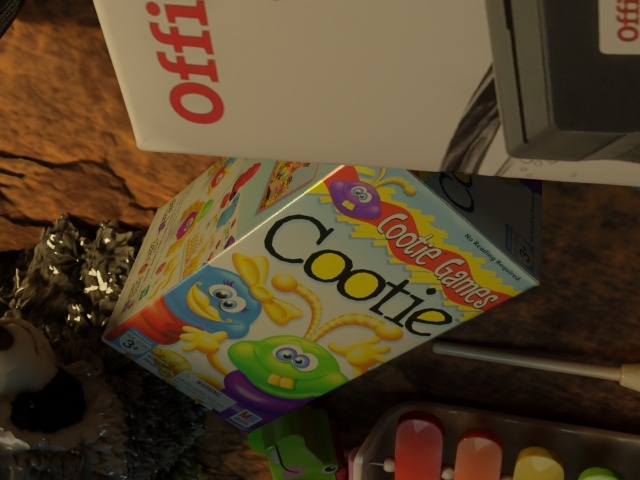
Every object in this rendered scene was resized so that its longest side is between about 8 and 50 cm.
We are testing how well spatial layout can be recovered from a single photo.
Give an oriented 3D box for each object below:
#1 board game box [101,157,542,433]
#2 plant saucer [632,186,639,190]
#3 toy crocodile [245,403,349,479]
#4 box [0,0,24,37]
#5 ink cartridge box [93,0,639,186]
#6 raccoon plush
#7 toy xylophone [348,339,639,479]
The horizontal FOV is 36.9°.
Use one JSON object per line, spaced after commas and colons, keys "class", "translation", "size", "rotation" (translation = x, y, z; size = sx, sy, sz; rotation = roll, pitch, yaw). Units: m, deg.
{"class": "board game box", "translation": [0.000, 0.000, 0.661], "size": [0.142, 0.144, 0.275], "rotation": [38, 131, -22]}
{"class": "plant saucer", "translation": [0.276, -0.141, 0.528], "size": [0.317, 0.043, 0.317], "rotation": [7, 134, 7]}
{"class": "toy crocodile", "translation": [-0.006, 0.250, 0.928], "size": [0.105, 0.115, 0.340], "rotation": [-11, 134, -2]}
{"class": "box", "translation": [-0.289, -0.190, 0.537], "size": [0.247, 0.163, 0.142], "rotation": [35, 135, -19]}
{"class": "ink cartridge box", "translation": [0.108, -0.166, 0.356], "size": [0.395, 0.166, 0.285], "rotation": [4, 146, 6]}
{"class": "raccoon plush", "translation": [-0.179, 0.200, 0.789], "size": [0.216, 0.299, 0.446], "rotation": [-7, 131, 19]}
{"class": "toy xylophone", "translation": [0.179, 0.202, 0.833], "size": [0.323, 0.081, 0.236], "rotation": [1, 126, 16]}
